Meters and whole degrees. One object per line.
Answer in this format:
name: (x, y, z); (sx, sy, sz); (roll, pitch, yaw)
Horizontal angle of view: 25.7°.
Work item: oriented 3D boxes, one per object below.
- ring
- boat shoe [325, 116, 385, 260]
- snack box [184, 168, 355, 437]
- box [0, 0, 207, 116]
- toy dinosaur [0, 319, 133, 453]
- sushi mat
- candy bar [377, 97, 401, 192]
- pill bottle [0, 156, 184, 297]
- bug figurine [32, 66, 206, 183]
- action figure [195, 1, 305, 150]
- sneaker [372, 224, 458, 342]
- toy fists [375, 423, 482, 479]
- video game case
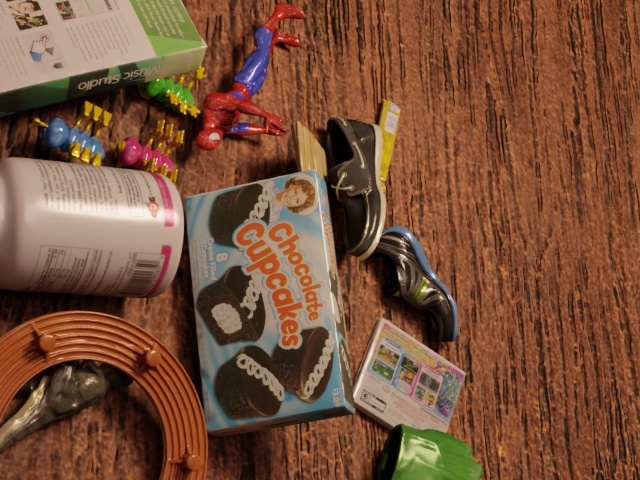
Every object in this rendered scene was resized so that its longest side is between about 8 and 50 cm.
ring: (-0.277, 0.249, 1.655); (0.336, 0.032, 0.336); (6, 79, -34)
boat shoe: (0.043, -0.076, 2.019); (0.079, 0.084, 0.233); (19, 53, -30)
snack box: (-0.068, 0.080, 1.820); (0.060, 0.187, 0.322); (48, 32, -67)
box: (-0.339, -0.290, 1.812); (0.322, 0.058, 0.232); (-17, 66, -24)
toy dinosaur: (-0.331, 0.171, 1.683); (0.268, 0.064, 0.118); (-33, 96, -35)
sushi mat: (0.000, 0.000, 1.942); (0.151, 0.019, 0.316); (45, 35, -66)
candy bar: (0.095, -0.147, 2.125); (0.040, 0.018, 0.161); (28, 56, -24)
pill bottle: (-0.324, -0.016, 1.703); (0.283, 0.160, 0.160); (5, 67, -32)
bug figurine: (-0.265, -0.183, 1.872); (0.216, 0.072, 0.279); (30, 51, -27)
action figure: (-0.072, -0.208, 1.979); (0.139, 0.091, 0.280); (26, 54, 12)
sneaker: (0.135, 0.070, 2.037); (0.078, 0.067, 0.188); (-33, 91, -17)
toy fists: (0.134, 0.386, 1.871); (0.142, 0.096, 0.279); (22, 60, -12)
video game case: (0.124, 0.208, 1.988); (0.157, 0.019, 0.143); (34, 55, -16)
